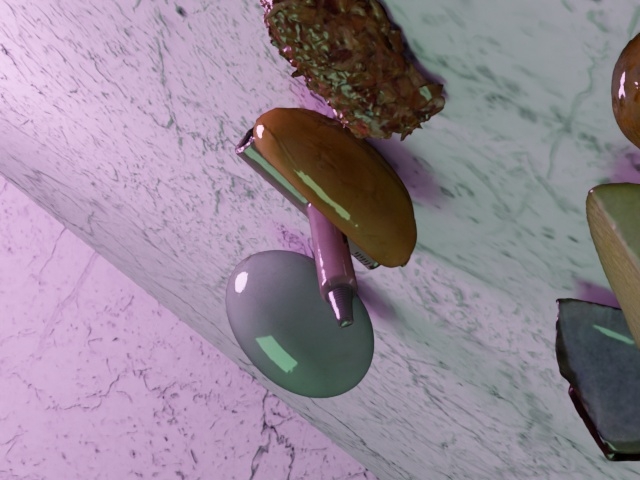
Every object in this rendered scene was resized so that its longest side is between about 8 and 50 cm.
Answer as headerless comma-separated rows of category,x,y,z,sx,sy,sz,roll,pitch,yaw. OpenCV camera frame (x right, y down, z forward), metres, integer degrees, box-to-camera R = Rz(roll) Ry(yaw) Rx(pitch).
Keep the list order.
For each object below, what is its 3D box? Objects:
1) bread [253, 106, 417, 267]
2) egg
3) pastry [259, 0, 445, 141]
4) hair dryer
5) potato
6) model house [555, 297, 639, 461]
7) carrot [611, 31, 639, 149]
bread,0.022,-0.056,0.766,0.189,0.077,0.114,40,-176,-5
egg,-0.028,0.111,1.154,0.231,0.168,0.168,44,162,-7
pastry,0.017,-0.130,0.625,0.169,0.063,0.087,46,158,-25
hair dryer,-0.009,-0.006,0.813,0.195,0.053,0.220,41,-154,-16
potato,0.242,0.011,0.587,0.120,0.081,0.149,64,-175,12
model house,0.278,0.129,0.765,0.165,0.106,0.152,68,-171,24
carrot,0.252,-0.070,0.331,0.078,0.078,0.298,46,156,-28
